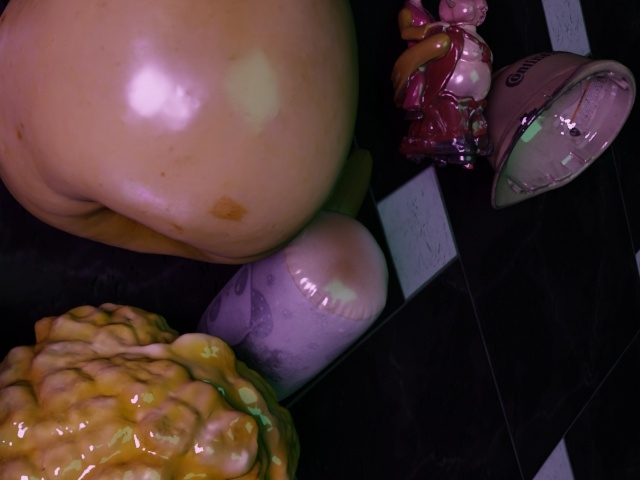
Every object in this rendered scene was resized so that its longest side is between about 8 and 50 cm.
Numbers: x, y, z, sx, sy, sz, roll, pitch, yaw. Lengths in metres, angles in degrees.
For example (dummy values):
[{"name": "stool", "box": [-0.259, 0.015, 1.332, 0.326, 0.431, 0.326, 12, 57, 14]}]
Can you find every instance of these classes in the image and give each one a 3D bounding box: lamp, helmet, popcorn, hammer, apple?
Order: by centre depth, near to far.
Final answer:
[{"name": "apple", "box": [-0.093, -0.103, 0.575, 0.262, 0.262, 0.262, 2, 88, -47]}, {"name": "popcorn", "box": [-0.127, 0.174, 0.585, 0.237, 0.206, 0.251, -45, 139, -56]}, {"name": "hammer", "box": [0.000, 0.000, 0.765, 0.113, 0.202, 0.305, 37, 41, -12]}, {"name": "lamp", "box": [0.140, -0.210, 0.939, 0.118, 0.118, 0.253, 1, 90, -47]}, {"name": "helmet", "box": [0.263, -0.161, 1.052, 0.258, 0.137, 0.204, -19, 142, -37]}]
